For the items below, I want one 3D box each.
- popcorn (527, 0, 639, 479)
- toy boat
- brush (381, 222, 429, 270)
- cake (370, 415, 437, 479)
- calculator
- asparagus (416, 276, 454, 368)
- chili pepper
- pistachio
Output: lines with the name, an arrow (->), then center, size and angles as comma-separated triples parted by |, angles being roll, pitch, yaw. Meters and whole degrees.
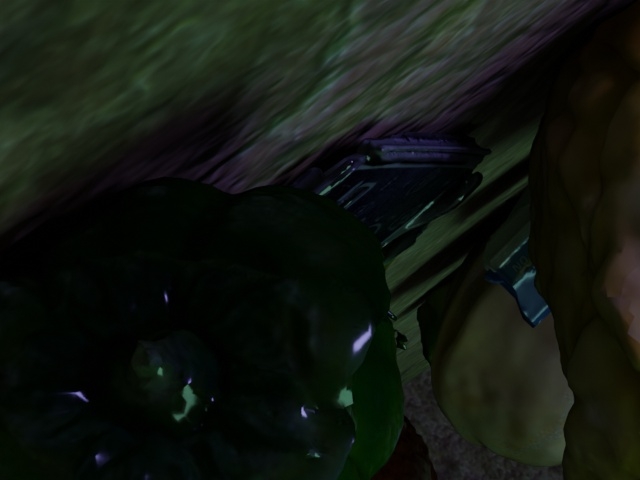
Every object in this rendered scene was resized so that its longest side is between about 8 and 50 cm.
popcorn -> 0.287, 0.008, 0.939 | 0.390, 0.354, 0.344 | -87, -175, -64
toy boat -> 0.235, -0.068, 1.299 | 0.295, 0.088, 0.129 | -46, 171, 1
brush -> 0.024, 0.022, 1.118 | 0.082, 0.010, 0.218 | -49, -176, -40
cake -> -0.068, 0.153, 1.047 | 0.283, 0.151, 0.177 | -33, -176, 19
calculator -> 0.000, 0.001, 0.887 | 0.166, 0.028, 0.274 | -38, 171, 16
asparagus -> 0.202, 0.028, 1.687 | 0.082, 0.085, 0.343 | -31, 170, -49
chili pepper -> -0.054, 0.104, 0.696 | 0.385, 0.167, 0.213 | 76, 27, -67
pistachio -> 0.231, 0.057, 1.509 | 0.321, 0.229, 0.238 | -46, 136, 14
